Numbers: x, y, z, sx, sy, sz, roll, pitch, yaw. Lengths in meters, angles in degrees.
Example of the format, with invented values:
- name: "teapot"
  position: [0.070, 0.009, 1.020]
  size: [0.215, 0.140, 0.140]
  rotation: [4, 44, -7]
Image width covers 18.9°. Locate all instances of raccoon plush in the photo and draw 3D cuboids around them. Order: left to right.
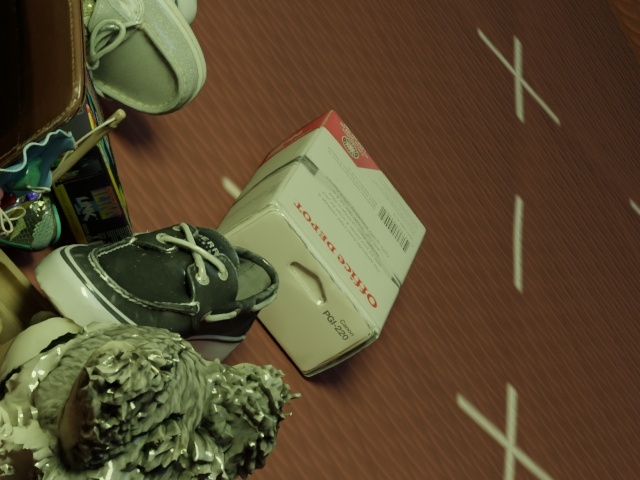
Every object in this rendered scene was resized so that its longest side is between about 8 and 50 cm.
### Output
- name: "raccoon plush"
  position: [-0.109, 0.259, 1.101]
  size: [0.446, 0.299, 0.216]
  rotation: [62, 27, 7]

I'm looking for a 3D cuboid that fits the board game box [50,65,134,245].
- name: "board game box"
  position: [-0.192, -0.084, 1.497]
  size: [0.170, 0.048, 0.141]
  rotation: [79, -4, -62]

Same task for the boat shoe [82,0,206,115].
- name: "boat shoe"
  position: [-0.232, -0.206, 1.584]
  size: [0.320, 0.118, 0.103]
  rotation: [43, 36, -19]

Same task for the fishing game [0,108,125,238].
- name: "fishing game"
  position: [-0.233, -0.004, 1.285]
  size: [0.041, 0.189, 0.264]
  rotation: [50, 25, 1]

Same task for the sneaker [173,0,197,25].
- name: "sneaker"
  position: [-0.215, -0.283, 1.732]
  size: [0.258, 0.094, 0.091]
  rotation: [53, 46, -1]

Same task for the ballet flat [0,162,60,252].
- name: "ballet flat"
  position: [-0.250, -0.076, 1.476]
  size: [0.070, 0.070, 0.188]
  rotation: [19, 42, -51]

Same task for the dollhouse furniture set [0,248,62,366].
- name: "dollhouse furniture set"
  position: [-0.188, 0.069, 1.355]
  size: [0.144, 0.123, 0.151]
  rotation: [50, 28, -15]

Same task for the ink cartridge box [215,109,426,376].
- name: "ink cartridge box"
  position: [0.000, 0.000, 1.773]
  size: [0.158, 0.092, 0.218]
  rotation: [52, 26, -12]

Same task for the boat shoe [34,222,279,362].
- name: "boat shoe"
  position: [-0.112, 0.032, 1.474]
  size: [0.108, 0.102, 0.301]
  rotation: [50, 12, 20]

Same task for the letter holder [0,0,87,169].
- name: "letter holder"
  position: [-0.294, -0.187, 1.341]
  size: [0.152, 0.214, 0.301]
  rotation: [26, 41, -46]
